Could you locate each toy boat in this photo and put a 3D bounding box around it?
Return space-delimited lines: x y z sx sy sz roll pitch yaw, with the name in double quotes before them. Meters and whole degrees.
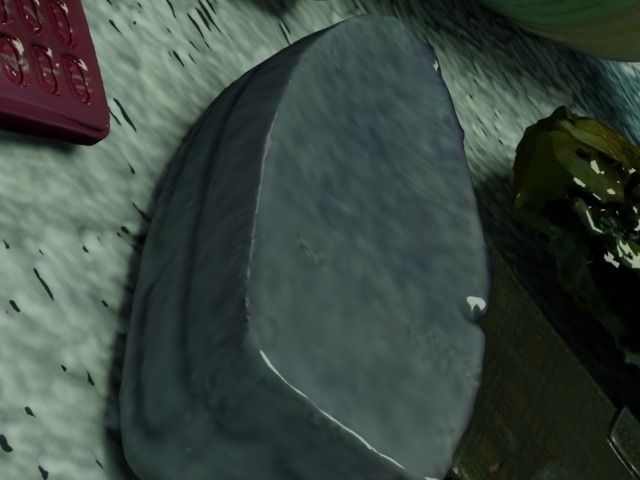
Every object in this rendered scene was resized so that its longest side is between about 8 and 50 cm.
"toy boat" 0.000 0.000 0.620 0.127 0.078 0.283 36 36 -20

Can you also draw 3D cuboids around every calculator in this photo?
"calculator" -0.149 -0.099 0.530 0.190 0.034 0.126 16 50 -59

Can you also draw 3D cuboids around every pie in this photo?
"pie" 0.239 0.076 0.889 0.371 0.078 0.296 54 17 1

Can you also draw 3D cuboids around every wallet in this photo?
"wallet" 0.138 0.155 0.740 0.317 0.044 0.169 52 33 -12

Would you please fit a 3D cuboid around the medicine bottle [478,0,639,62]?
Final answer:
"medicine bottle" 0.183 -0.239 0.972 0.406 0.236 0.235 15 52 -51
